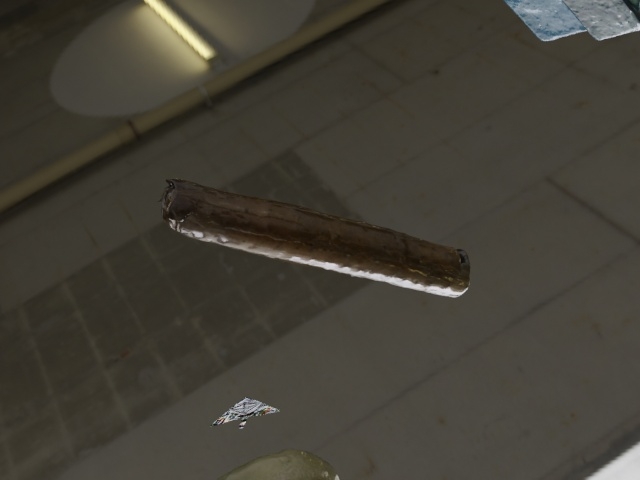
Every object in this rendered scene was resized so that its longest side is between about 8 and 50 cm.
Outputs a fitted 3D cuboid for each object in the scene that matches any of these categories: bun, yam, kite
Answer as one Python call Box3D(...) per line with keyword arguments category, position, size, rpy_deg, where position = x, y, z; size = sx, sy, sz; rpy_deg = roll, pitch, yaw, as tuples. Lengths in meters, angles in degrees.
Box3D(category="bun", position=(-0.078, 0.452, 1.472), size=(0.273, 0.273, 0.168), rpy_deg=(-27, -129, -6))
Box3D(category="yam", position=(0.000, 0.000, 0.727), size=(0.264, 0.046, 0.046), rpy_deg=(13, -149, -23))
Box3D(category="kite", position=(-0.125, 0.290, 1.567), size=(0.122, 0.090, 0.004), rpy_deg=(-6, -133, -19))

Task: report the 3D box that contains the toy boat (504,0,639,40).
Box3D(category="toy boat", position=(0.152, -0.134, 0.412), size=(0.173, 0.069, 0.059), rpy_deg=(-9, -124, 44))
